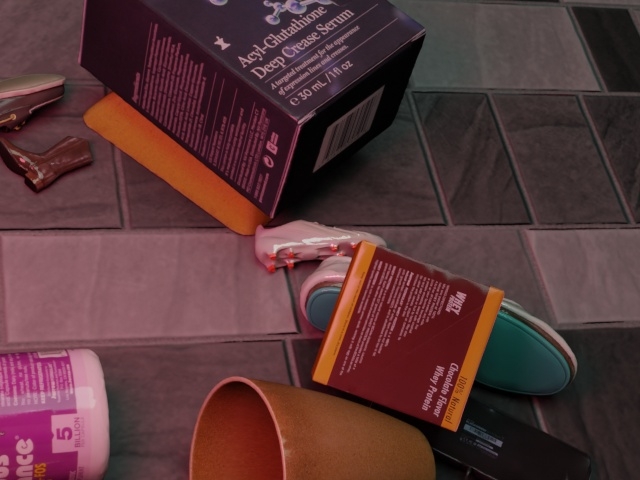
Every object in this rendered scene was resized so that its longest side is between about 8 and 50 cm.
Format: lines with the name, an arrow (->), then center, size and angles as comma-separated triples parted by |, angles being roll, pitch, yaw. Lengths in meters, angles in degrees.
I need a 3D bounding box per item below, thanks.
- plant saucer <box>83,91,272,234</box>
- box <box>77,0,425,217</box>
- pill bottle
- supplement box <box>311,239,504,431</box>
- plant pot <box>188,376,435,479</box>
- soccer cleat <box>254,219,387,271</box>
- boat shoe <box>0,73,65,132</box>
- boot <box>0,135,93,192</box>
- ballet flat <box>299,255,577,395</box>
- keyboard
plant saucer -> -0.135, -0.206, 2.023 | 0.333, 0.081, 0.333 | 35, 51, 13
box -> -0.104, -0.280, 1.901 | 0.395, 0.212, 0.293 | 38, 53, 16
pill bottle -> -0.409, 0.219, 1.541 | 0.302, 0.169, 0.169 | -3, 53, -18
supplement box -> 0.110, 0.122, 1.704 | 0.194, 0.129, 0.191 | 20, 88, 0
plant pot -> 0.006, 0.287, 1.593 | 0.254, 0.237, 0.237 | 5, 50, -31
soccer cleat -> 0.000, 0.000, 1.907 | 0.196, 0.068, 0.076 | -2, 50, -14
boat shoe -> -0.476, -0.190, 1.921 | 0.228, 0.068, 0.081 | -21, 26, -32
boot -> -0.401, -0.133, 1.913 | 0.114, 0.037, 0.106 | -37, 82, -32
ballet flat -> 0.170, 0.102, 1.845 | 0.400, 0.139, 0.139 | 16, 50, -2
keyboard -> 0.202, 0.295, 1.750 | 0.317, 0.033, 0.201 | 26, 43, 6
